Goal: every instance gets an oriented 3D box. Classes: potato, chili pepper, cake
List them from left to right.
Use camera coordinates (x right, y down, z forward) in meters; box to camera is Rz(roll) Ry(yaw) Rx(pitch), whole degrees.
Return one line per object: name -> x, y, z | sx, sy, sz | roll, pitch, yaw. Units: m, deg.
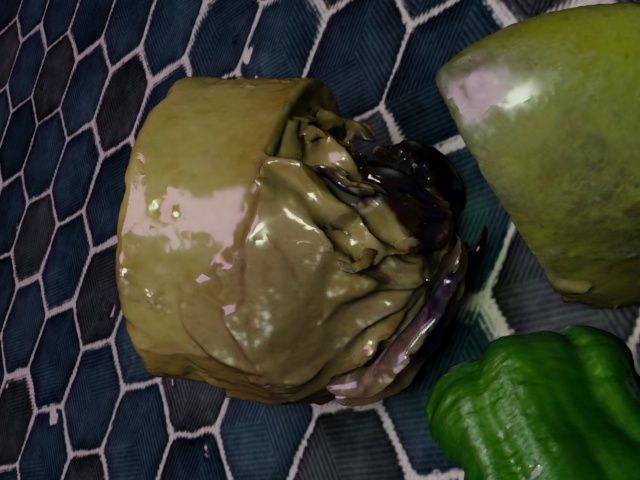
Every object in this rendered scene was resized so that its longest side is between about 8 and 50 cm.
cake -> 0.002, 0.003, 1.018 | 0.320, 0.332, 0.333 | 8, 82, 16
potato -> 0.193, -0.052, 0.755 | 0.269, 0.255, 0.112 | -49, 41, 31
chili pepper -> 0.207, 0.209, 0.689 | 0.167, 0.213, 0.385 | -41, 40, 20
